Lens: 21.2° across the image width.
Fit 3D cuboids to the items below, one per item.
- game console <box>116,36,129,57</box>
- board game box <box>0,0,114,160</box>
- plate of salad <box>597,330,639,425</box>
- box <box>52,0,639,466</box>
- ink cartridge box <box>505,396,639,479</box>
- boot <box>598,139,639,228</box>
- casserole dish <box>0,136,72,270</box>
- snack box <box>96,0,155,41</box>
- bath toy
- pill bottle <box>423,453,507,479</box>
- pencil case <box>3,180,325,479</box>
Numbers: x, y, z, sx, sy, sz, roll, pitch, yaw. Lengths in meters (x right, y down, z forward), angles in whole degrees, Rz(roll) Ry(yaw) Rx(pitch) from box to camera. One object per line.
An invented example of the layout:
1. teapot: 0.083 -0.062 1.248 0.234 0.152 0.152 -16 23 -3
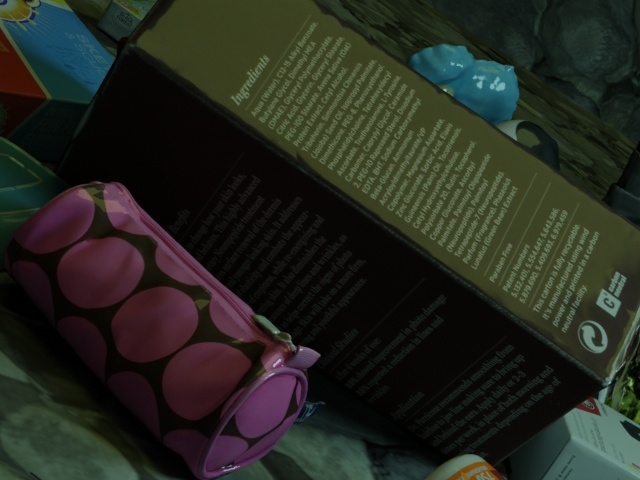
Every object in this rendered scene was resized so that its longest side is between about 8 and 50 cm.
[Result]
1. game console: -0.115 -0.092 1.441 0.085 0.124 0.144 -6 33 -25
2. board game box: -0.298 -0.193 1.317 0.316 0.064 0.242 49 20 18
3. plate of salad: 0.283 0.106 1.426 0.048 0.199 0.200 12 2 34
4. box: 0.021 -0.016 1.187 0.381 0.191 0.143 34 54 -6
5. ink cartridge box: 0.232 0.190 1.286 0.175 0.072 0.127 30 15 -9
6. boot: 0.257 -0.010 1.662 0.338 0.222 0.118 19 22 -41
7. casserole dish: -0.223 -0.031 1.124 0.114 0.037 0.188 36 16 12
8. snack box: -0.149 -0.196 1.770 0.141 0.037 0.100 36 15 12
9. bath toy: 0.168 -0.006 1.495 0.129 0.151 0.348 82 -13 -63
10. pill bottle: 0.115 0.202 0.991 0.152 0.086 0.086 41 17 26
11. pencil case: -0.097 0.046 1.023 0.209 0.098 0.095 40 17 27
